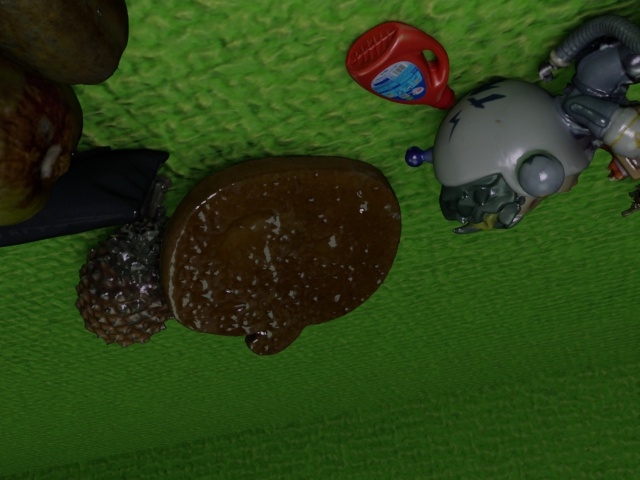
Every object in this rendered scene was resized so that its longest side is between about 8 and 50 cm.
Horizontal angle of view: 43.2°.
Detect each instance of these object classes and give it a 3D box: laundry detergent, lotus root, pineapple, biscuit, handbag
[{"bbox_3d":[0.109,-0.194,0.935,0.097,0.049,0.165,-28,151,33],"label":"laundry detergent"},{"bbox_3d":[-0.243,-0.219,0.677,0.123,0.123,0.241,-4,158,21],"label":"lotus root"},{"bbox_3d":[-0.278,0.042,1.210,0.175,0.174,0.361,1,157,-19],"label":"pineapple"},{"bbox_3d":[-0.053,0.026,1.168,0.368,0.063,0.314,-5,122,-28],"label":"biscuit"},{"bbox_3d":[-0.321,-0.057,0.986,0.255,0.211,0.088,-8,114,5],"label":"handbag"}]

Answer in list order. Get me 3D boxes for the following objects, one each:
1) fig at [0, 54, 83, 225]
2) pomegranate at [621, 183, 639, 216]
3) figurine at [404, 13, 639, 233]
[{"bbox_3d":[-0.345,-0.116,0.825,0.191,0.181,0.181,37,140,-16],"label":"fig"},{"bbox_3d":[0.582,-0.070,1.264,0.169,0.148,0.148,29,159,12],"label":"pomegranate"},{"bbox_3d":[0.292,-0.135,0.960,0.382,0.186,0.261,-29,175,30],"label":"figurine"}]
